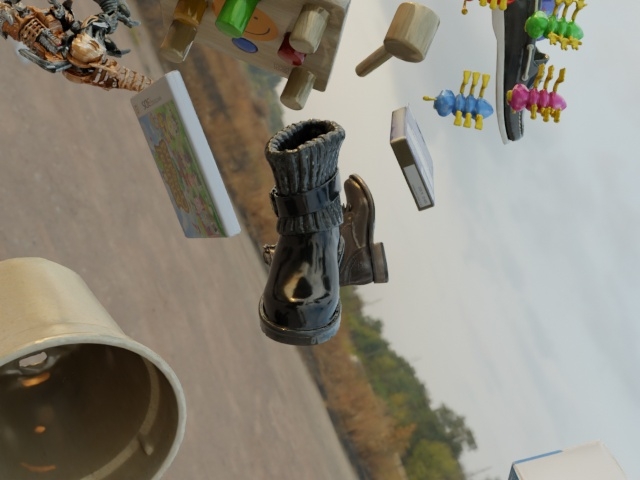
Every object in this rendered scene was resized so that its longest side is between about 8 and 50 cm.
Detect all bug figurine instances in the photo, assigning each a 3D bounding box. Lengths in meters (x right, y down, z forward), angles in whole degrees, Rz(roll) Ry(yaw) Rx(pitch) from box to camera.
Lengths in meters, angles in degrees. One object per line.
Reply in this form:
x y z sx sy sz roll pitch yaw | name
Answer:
0.280 -0.279 1.341 0.072 0.216 0.279 96 9 -79 | bug figurine

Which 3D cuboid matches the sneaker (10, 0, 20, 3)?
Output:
-0.483 -0.455 1.372 0.130 0.087 0.227 48 -18 -17 | sneaker

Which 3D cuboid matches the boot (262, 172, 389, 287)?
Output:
0.000 0.000 1.719 0.091 0.229 0.263 81 -3 -62 | boot

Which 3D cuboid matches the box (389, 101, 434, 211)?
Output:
0.167 -0.158 1.619 0.225 0.036 0.136 -74 142 -64 | box

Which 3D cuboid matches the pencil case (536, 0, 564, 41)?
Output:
0.477 -0.546 1.837 0.306 0.133 0.119 106 -23 -61 | pencil case

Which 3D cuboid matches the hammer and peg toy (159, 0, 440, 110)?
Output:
-0.045 -0.273 1.175 0.266 0.361 0.127 116 -4 -75 | hammer and peg toy

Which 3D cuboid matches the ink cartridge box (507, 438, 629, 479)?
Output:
0.327 0.376 1.233 0.082 0.140 0.190 -114 -161 -45 | ink cartridge box

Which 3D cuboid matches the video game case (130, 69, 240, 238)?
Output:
-0.181 -0.103 1.167 0.193 0.023 0.212 0 -68 66 | video game case

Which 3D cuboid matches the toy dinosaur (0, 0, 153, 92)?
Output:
-0.451 -0.360 1.686 0.322 0.164 0.218 46 37 -23 | toy dinosaur

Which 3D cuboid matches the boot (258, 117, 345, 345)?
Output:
-0.029 -0.023 1.419 0.348 0.131 0.260 -83 174 -59 | boot

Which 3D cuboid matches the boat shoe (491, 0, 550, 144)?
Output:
0.331 -0.298 1.469 0.114 0.091 0.302 -76 160 -53 | boat shoe

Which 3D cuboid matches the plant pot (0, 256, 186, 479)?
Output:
-0.396 0.190 1.254 0.305 0.334 0.334 47 -17 50 | plant pot
